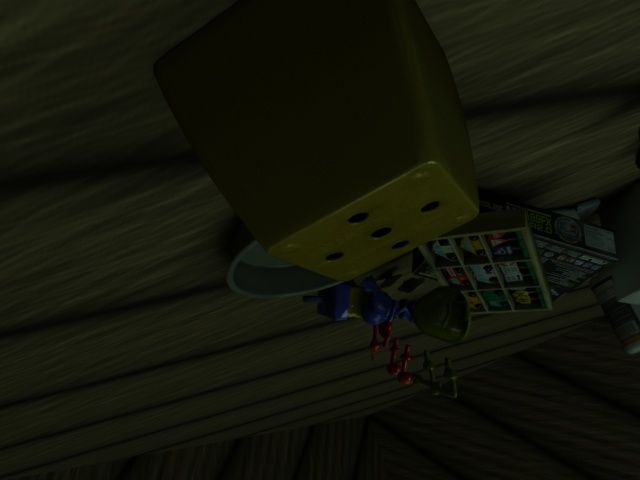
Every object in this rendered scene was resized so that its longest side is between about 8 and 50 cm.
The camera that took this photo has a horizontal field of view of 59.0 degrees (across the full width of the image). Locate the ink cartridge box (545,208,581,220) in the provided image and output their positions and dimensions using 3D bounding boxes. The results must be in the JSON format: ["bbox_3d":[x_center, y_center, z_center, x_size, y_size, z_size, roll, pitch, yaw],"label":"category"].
[{"bbox_3d":[0.409,0.030,1.161,0.160,0.093,0.219,-5,153,-28],"label":"ink cartridge box"}]

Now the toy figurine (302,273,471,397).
[{"bbox_3d":[0.075,0.142,0.996,0.217,0.191,0.362,12,178,-16],"label":"toy figurine"}]

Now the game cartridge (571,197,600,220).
[{"bbox_3d":[0.536,-0.059,1.161,0.056,0.017,0.083,-13,156,-6],"label":"game cartridge"}]

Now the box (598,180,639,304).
[{"bbox_3d":[0.785,0.019,1.145,0.345,0.215,0.168,8,151,-9],"label":"box"}]

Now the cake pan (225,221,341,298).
[{"bbox_3d":[0.000,0.000,0.826,0.293,0.054,0.293,-16,156,-7],"label":"cake pan"}]

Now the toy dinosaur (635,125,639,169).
[{"bbox_3d":[0.583,-0.189,0.737,0.295,0.200,0.127,-31,130,-7],"label":"toy dinosaur"}]

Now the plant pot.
[{"bbox_3d":[0.021,-0.085,0.489,0.212,0.187,0.212,-28,156,19],"label":"plant pot"}]

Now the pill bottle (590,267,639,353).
[{"bbox_3d":[0.813,0.141,1.481,0.162,0.278,0.162,-16,157,-7],"label":"pill bottle"}]

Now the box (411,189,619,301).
[{"bbox_3d":[0.324,0.023,0.978,0.270,0.060,0.216,15,149,-8],"label":"box"}]

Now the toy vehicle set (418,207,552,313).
[{"bbox_3d":[0.277,0.046,0.935,0.166,0.035,0.267,-8,144,27],"label":"toy vehicle set"}]
